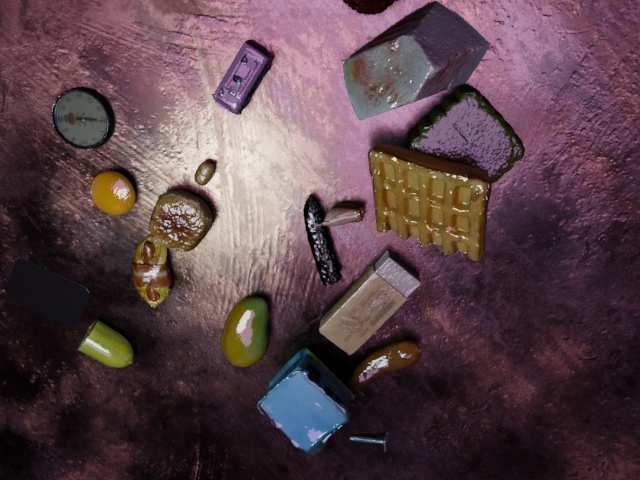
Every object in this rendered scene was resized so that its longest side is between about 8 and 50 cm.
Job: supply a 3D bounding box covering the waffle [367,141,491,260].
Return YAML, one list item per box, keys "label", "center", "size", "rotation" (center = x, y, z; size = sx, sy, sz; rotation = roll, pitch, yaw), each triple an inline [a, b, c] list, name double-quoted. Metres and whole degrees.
- label: "waffle"
  center: [0.295, -0.104, 1.549]
  size: [0.348, 0.077, 0.304]
  rotation: [21, 141, 30]

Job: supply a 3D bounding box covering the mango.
- label: "mango"
  center: [-0.241, 0.297, 1.864]
  size: [0.157, 0.114, 0.251]
  rotation: [14, 113, 7]

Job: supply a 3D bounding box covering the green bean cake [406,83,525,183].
- label: "green bean cake"
  center: [0.394, -0.264, 1.568]
  size: [0.250, 0.156, 0.247]
  rotation: [43, 110, -12]

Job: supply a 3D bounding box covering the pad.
- label: "pad"
  center: [-0.925, 0.182, 1.936]
  size: [0.267, 0.004, 0.181]
  rotation: [27, 111, -5]

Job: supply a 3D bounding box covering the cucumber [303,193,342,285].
- label: "cucumber"
  center: [-0.002, 0.000, 1.755]
  size: [0.072, 0.072, 0.300]
  rotation: [-14, 108, 10]

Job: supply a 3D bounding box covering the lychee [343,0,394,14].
- label: "lychee"
  center: [0.121, -0.687, 1.394]
  size: [0.271, 0.236, 0.236]
  rotation: [46, 109, 9]

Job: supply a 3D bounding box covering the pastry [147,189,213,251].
- label: "pastry"
  center: [-0.426, -0.060, 1.752]
  size: [0.182, 0.093, 0.192]
  rotation: [26, 115, -6]

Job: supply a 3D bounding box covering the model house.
- label: "model house"
  center: [-0.029, 0.493, 1.832]
  size: [0.237, 0.303, 0.215]
  rotation: [45, 101, -1]

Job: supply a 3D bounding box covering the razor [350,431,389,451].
- label: "razor"
  center: [0.171, 0.709, 2.027]
  size: [0.135, 0.068, 0.040]
  rotation: [0, 109, 18]

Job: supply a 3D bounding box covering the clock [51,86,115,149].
- label: "clock"
  center: [-0.703, -0.359, 1.688]
  size: [0.185, 0.040, 0.184]
  rotation: [2, 111, 5]

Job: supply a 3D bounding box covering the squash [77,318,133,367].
- label: "squash"
  center: [-0.713, 0.360, 1.930]
  size: [0.187, 0.123, 0.123]
  rotation: [34, 110, -12]

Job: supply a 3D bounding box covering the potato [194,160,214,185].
- label: "potato"
  center: [-0.348, -0.202, 1.719]
  size: [0.051, 0.040, 0.083]
  rotation: [30, 113, -17]

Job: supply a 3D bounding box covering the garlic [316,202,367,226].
- label: "garlic"
  center: [0.064, -0.079, 1.711]
  size: [0.152, 0.084, 0.066]
  rotation: [-10, 88, 7]

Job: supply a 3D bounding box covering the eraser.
- label: "eraser"
  center: [0.153, 0.199, 1.812]
  size: [0.144, 0.078, 0.343]
  rotation: [39, 108, -10]

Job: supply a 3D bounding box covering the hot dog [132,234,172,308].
- label: "hot dog"
  center: [-0.542, 0.107, 1.827]
  size: [0.123, 0.093, 0.261]
  rotation: [-1, 111, 5]

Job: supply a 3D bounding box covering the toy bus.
- label: "toy bus"
  center: [-0.216, -0.445, 1.577]
  size: [0.096, 0.108, 0.199]
  rotation: [33, 110, -8]

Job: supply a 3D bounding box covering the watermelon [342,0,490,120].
- label: "watermelon"
  center: [0.245, -0.452, 1.456]
  size: [0.387, 0.258, 0.228]
  rotation: [-23, 110, 9]

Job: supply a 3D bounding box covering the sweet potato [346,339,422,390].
- label: "sweet potato"
  center: [0.205, 0.405, 1.880]
  size: [0.292, 0.097, 0.097]
  rotation: [-32, 105, 20]

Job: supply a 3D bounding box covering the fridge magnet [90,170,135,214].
- label: "fridge magnet"
  center: [-0.634, -0.147, 1.753]
  size: [0.143, 0.063, 0.143]
  rotation: [2, 112, 6]
